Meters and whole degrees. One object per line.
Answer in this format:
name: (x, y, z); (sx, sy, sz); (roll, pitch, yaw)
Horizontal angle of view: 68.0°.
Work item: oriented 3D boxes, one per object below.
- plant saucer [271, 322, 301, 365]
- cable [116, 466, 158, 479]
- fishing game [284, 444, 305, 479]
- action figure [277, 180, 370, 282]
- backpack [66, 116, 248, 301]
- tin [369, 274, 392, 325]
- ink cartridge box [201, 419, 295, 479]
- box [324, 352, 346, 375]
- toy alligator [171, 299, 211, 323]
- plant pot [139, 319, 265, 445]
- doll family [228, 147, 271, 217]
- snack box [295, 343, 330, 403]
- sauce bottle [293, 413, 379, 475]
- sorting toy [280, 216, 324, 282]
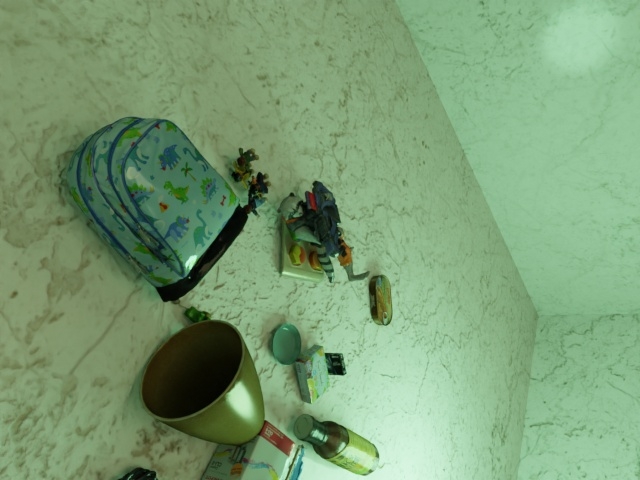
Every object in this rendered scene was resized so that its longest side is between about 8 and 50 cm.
plant saucer: (-0.101, 0.297, 1.360); (0.119, 0.021, 0.119); (11, 75, -50)
cable: (-0.378, 0.560, 0.957); (0.151, 0.047, 0.184); (-25, 100, -55)
fishing game: (-0.086, 0.620, 1.220); (0.264, 0.041, 0.189); (93, 20, -51)
action figure: (0.000, 0.000, 1.371); (0.330, 0.179, 0.341); (46, 21, -26)
backpack: (-0.336, -0.087, 0.993); (0.355, 0.273, 0.290); (47, 56, -19)
tin: (0.226, 0.222, 1.767); (0.106, 0.040, 0.189); (4, 80, -47)
ink cartridge box: (-0.172, 0.537, 1.141); (0.127, 0.128, 0.176); (52, 46, -31)
box: (0.037, 0.381, 1.465); (0.018, 0.083, 0.067); (-17, 97, -52)
toy alligator: (-0.283, 0.192, 1.130); (0.189, 0.051, 0.056); (56, 45, -28)
plant pot: (-0.226, 0.345, 1.061); (0.237, 0.237, 0.254); (-63, 143, -36)
doll family: (-0.191, -0.155, 1.289); (0.192, 0.076, 0.111); (61, 23, -16)
snack box: (-0.022, 0.396, 1.411); (0.100, 0.037, 0.141); (-31, 118, -50)
sauce bottle: (0.048, 0.608, 1.418); (0.344, 0.112, 0.111); (42, 53, -36)
sorting toy: (-0.046, 0.017, 1.467); (0.193, 0.038, 0.208); (17, 70, -49)
